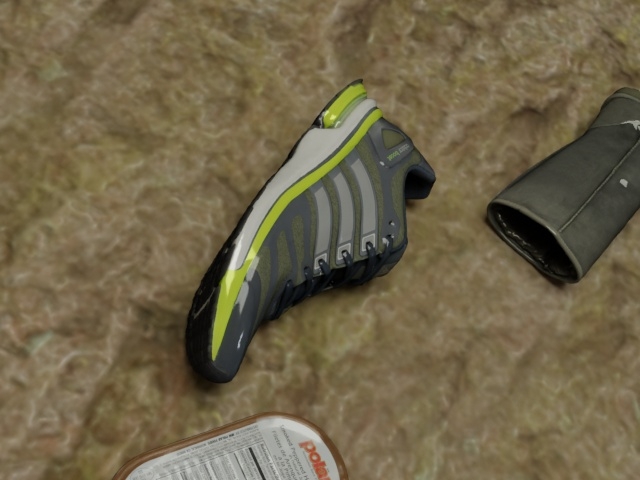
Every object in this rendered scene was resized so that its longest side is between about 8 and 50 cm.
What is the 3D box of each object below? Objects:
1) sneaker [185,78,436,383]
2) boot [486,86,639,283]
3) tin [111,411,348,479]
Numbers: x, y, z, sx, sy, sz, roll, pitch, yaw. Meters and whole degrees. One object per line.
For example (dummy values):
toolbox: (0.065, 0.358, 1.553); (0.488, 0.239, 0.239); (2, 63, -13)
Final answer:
sneaker: (0.000, 0.000, 1.079); (0.121, 0.111, 0.300); (35, 57, -1)
boot: (0.274, -0.033, 1.213); (0.189, 0.076, 0.208); (31, 47, 18)
tin: (-0.067, 0.187, 0.982); (0.189, 0.040, 0.106); (-16, 71, -27)
